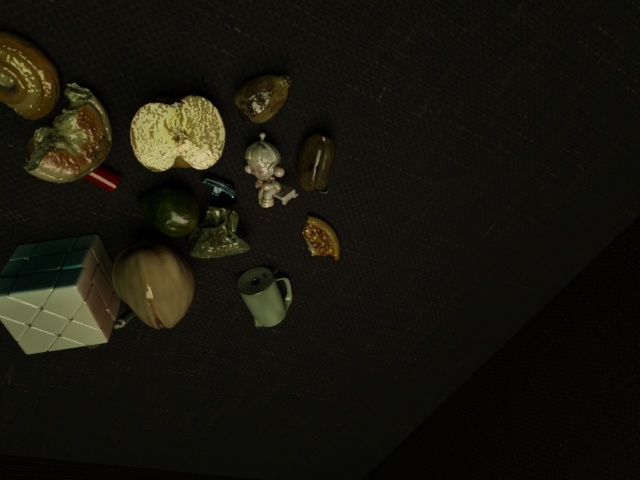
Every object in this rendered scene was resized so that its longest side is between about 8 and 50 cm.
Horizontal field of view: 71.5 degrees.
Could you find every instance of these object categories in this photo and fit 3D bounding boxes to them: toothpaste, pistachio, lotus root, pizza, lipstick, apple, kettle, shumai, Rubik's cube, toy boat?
[{"bbox_3d":[-0.822,0.322,1.885,0.068,0.255,0.037,-14,101,-5],"label":"toothpaste"},{"bbox_3d":[-0.637,0.160,1.727,0.282,0.364,0.445,-9,155,-12],"label":"pistachio"},{"bbox_3d":[-0.183,-0.474,1.462,0.214,0.138,0.138,-28,126,10],"label":"lotus root"},{"bbox_3d":[0.004,-0.005,1.892,0.135,0.056,0.270,-24,127,-2],"label":"pizza"},{"bbox_3d":[-0.839,-0.266,1.539,0.280,0.073,0.073,31,116,-29],"label":"lipstick"},{"bbox_3d":[-0.475,-0.364,1.470,0.294,0.163,0.251,-6,119,-21],"label":"apple"},{"bbox_3d":[-0.229,0.249,1.992,0.240,0.165,0.255,-35,131,-19],"label":"kettle"},{"bbox_3d":[-0.403,-0.043,1.750,0.261,0.221,0.225,-17,170,31],"label":"shumai"},{"bbox_3d":[-0.016,-0.288,1.635,0.124,0.123,0.240,-14,131,-37],"label":"lotus root"},{"bbox_3d":[-0.992,0.203,1.713,0.323,0.315,0.318,-8,128,-3],"label":"Rubik's cube"},{"bbox_3d":[-0.385,-0.198,1.674,0.137,0.060,0.060,20,102,-30],"label":"toy boat"}]

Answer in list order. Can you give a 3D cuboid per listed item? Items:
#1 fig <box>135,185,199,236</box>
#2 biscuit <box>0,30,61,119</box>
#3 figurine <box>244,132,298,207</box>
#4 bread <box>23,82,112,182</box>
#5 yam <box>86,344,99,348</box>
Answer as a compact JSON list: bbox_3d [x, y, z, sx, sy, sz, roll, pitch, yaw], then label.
[{"bbox_3d":[-0.567,-0.108,1.638,0.245,0.195,0.195,8,125,-5],"label":"fig"},{"bbox_3d":[-0.920,-0.505,1.330,0.213,0.091,0.274,-40,121,21],"label":"biscuit"},{"bbox_3d":[-0.188,-0.256,1.610,0.145,0.182,0.256,-23,127,-12],"label":"figurine"},{"bbox_3d":[-0.785,-0.324,1.428,0.192,0.171,0.313,30,86,-54],"label":"bread"},{"bbox_3d":[-1.047,0.378,1.976,0.093,0.093,0.259,-8,128,-4],"label":"yam"}]
